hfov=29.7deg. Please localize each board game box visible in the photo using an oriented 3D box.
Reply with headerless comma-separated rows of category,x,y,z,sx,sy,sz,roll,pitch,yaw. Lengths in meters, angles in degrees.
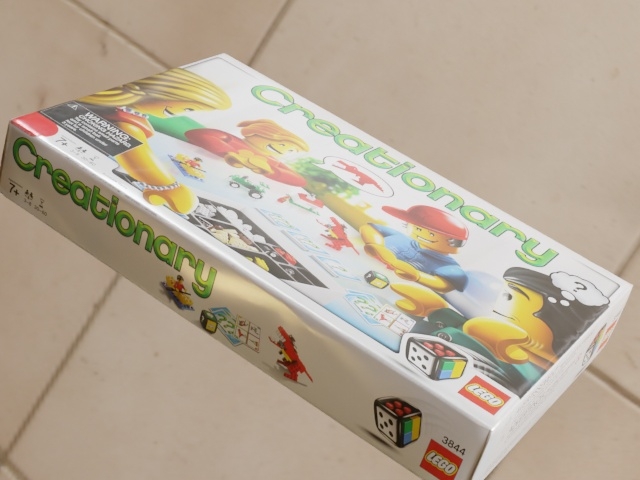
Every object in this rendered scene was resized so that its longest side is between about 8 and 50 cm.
board game box,0.000,0.000,0.671,0.305,0.193,0.053,31,123,20
